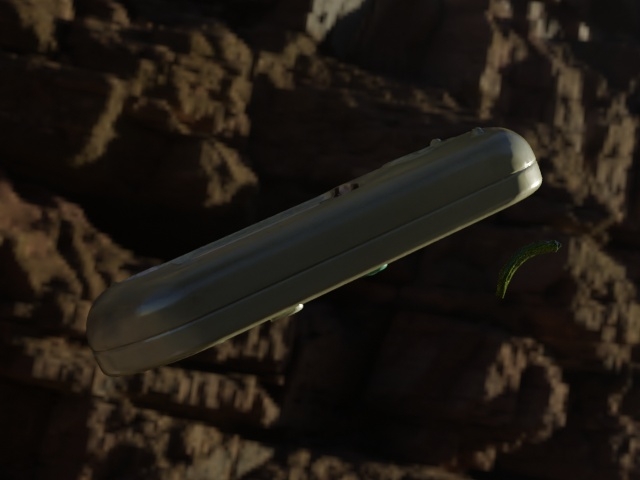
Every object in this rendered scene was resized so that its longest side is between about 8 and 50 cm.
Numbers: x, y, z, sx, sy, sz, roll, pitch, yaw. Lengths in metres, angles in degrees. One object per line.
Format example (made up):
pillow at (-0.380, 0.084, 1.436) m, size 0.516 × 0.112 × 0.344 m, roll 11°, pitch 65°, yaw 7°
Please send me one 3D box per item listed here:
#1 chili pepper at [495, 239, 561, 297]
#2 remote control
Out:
chili pepper at (0.199, 0.023, 1.267) m, size 0.083 × 0.030 × 0.017 m, roll -33°, pitch -4°, yaw -11°
remote control at (0.000, 0.000, 0.569) m, size 0.221 × 0.042 × 0.078 m, roll -25°, pitch 6°, yaw -23°
